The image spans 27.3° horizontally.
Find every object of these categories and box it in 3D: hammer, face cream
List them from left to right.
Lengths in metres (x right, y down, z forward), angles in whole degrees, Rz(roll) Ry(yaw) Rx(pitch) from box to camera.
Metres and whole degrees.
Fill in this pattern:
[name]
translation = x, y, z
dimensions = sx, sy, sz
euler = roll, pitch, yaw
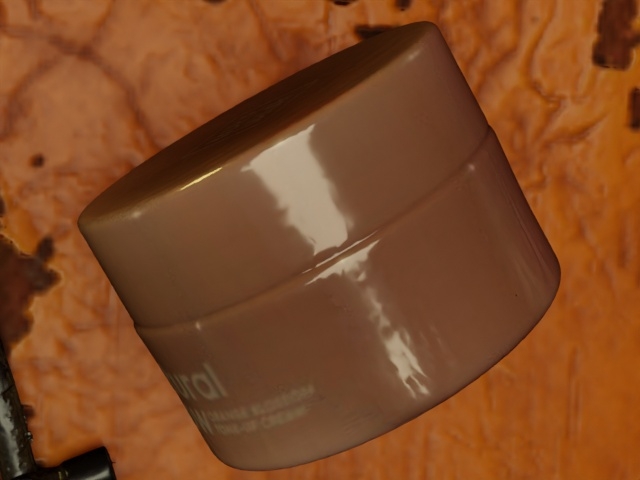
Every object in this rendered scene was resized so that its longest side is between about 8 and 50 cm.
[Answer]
[hammer]
translation = -0.134, 0.031, 0.527
dimensions = 0.065, 0.021, 0.178
euler = -16, 97, -10
[face cream]
translation = 0.000, 0.000, 0.483
dimensions = 0.149, 0.149, 0.104
euler = -31, 102, -7
